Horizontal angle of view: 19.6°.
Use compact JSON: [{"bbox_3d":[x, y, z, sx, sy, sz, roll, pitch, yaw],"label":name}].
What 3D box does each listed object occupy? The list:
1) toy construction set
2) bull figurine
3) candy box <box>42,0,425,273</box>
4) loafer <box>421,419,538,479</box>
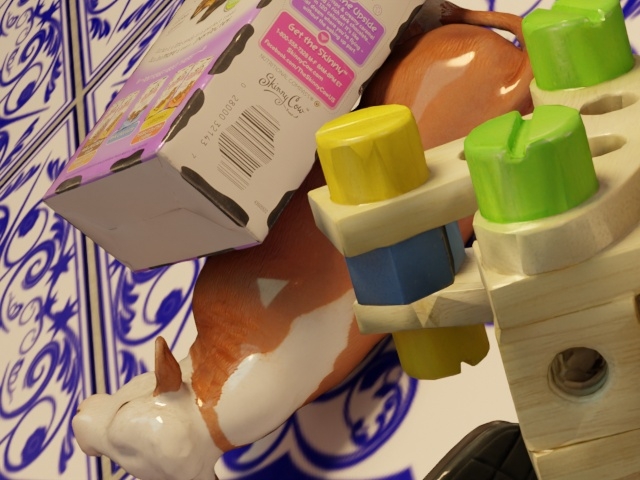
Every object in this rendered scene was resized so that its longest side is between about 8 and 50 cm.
[{"bbox_3d":[0.160,-0.024,0.482,0.327,0.151,0.215,-30,17,6],"label":"toy construction set"},{"bbox_3d":[0.000,0.000,0.955,0.310,0.101,0.188,-43,22,11],"label":"bull figurine"},{"bbox_3d":[-0.037,-0.086,0.942,0.196,0.070,0.165,-57,19,-20],"label":"candy box"},{"bbox_3d":[0.034,0.144,0.785,0.170,0.062,0.061,-54,22,-1],"label":"loafer"}]
